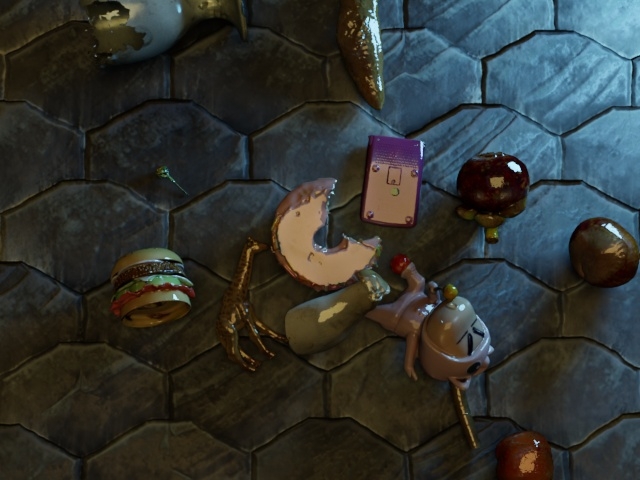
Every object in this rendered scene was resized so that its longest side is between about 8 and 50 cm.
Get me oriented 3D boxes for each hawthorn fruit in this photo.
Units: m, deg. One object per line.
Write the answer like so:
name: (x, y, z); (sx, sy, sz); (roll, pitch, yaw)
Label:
hawthorn fruit: (0.410, 0.446, 1.816); (0.128, 0.128, 0.128); (0, 84, -4)

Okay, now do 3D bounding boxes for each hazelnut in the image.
hazelnut: (0.593, 0.022, 1.870); (0.143, 0.143, 0.154); (-30, 71, -7)

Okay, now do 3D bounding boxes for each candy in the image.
candy: (-0.308, -0.122, 1.871); (0.083, 0.025, 0.023); (46, 125, -6)

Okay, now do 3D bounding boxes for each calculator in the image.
calculator: (0.153, -0.124, 1.899); (0.127, 0.034, 0.190); (7, 84, -5)

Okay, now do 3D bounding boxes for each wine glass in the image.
wine glass: (-0.323, -0.461, 1.827); (0.357, 0.190, 0.190); (-11, 85, -8)

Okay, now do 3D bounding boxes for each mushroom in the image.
mushroom: (0.038, 0.148, 1.802); (0.225, 0.093, 0.116); (-26, 123, 17)

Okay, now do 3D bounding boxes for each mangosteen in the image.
mangosteen: (0.363, -0.096, 1.868); (0.146, 0.156, 0.181); (-38, 118, -32)

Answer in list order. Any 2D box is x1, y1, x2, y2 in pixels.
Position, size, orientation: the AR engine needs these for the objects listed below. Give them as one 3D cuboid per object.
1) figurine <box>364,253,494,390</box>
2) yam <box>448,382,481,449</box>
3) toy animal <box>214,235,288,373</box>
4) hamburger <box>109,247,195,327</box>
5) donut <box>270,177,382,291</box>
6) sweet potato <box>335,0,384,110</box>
figurine: (0.216, 0.166, 1.807); (0.287, 0.186, 0.176); (42, 56, 18)
yam: (0.297, 0.358, 1.856); (0.032, 0.032, 0.145); (-17, 84, -6)
toy animal: (-0.150, 0.133, 1.838); (0.149, 0.054, 0.275); (-14, 84, -8)
hamburger: (-0.337, 0.086, 1.778); (0.175, 0.175, 0.137); (-14, 72, -6)
donut: (0.000, 0.000, 1.847); (0.199, 0.085, 0.233); (-35, 88, -8)
sweet potato: (0.087, -0.445, 1.900); (0.114, 0.092, 0.341); (3, 84, -21)
